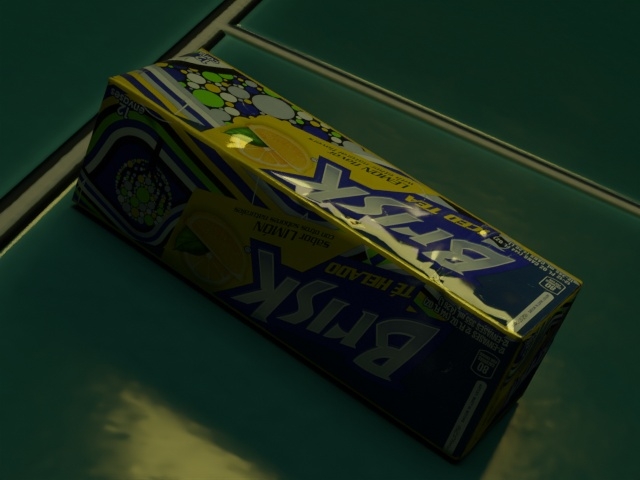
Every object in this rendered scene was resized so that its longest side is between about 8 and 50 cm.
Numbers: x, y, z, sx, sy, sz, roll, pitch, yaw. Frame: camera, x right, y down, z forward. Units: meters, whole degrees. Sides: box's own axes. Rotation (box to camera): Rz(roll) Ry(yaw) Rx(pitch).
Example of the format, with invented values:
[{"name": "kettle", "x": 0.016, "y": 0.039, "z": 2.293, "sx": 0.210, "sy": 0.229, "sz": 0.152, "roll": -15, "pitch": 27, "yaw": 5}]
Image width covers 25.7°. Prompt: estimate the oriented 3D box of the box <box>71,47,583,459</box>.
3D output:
[{"name": "box", "x": 0.000, "y": 0.000, "z": 0.484, "sx": 0.169, "sy": 0.054, "sz": 0.059, "roll": 32, "pitch": 31, "yaw": 18}]
